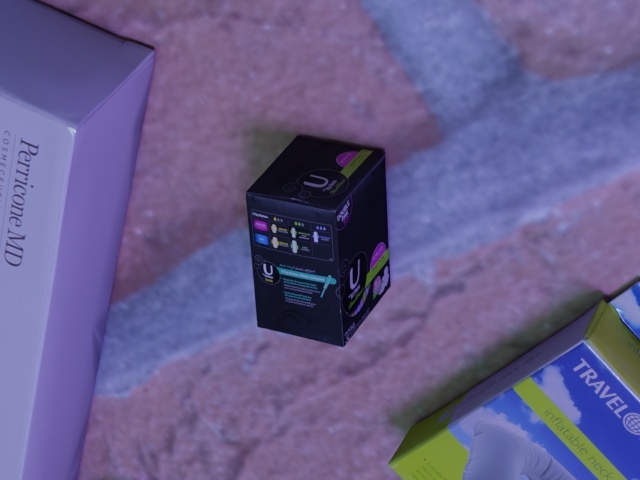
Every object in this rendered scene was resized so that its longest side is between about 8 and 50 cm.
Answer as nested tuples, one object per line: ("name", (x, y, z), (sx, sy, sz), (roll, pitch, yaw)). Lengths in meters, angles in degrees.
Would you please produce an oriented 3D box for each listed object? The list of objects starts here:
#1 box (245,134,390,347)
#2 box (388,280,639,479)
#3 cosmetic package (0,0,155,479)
("box", (0.000, 0.000, 0.955), (0.052, 0.062, 0.083), (12, 126, 23))
("box", (0.132, 0.106, 0.971), (0.109, 0.042, 0.178), (45, 132, -7))
("cosmetic package", (-0.263, 0.007, 1.085), (0.284, 0.097, 0.377), (23, 129, 10))
